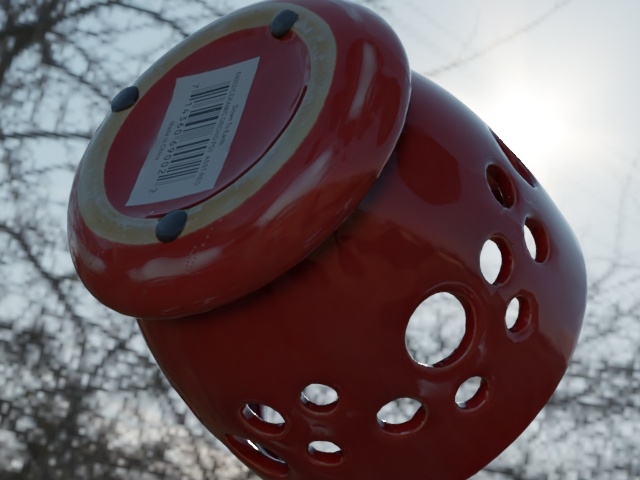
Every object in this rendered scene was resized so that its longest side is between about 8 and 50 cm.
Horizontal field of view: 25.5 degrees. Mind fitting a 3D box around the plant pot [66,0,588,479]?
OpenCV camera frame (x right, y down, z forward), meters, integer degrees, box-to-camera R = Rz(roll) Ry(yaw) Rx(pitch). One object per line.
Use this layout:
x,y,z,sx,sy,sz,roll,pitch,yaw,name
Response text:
0.000,0.000,0.628,0.191,0.191,0.174,-2,-38,38,plant pot
